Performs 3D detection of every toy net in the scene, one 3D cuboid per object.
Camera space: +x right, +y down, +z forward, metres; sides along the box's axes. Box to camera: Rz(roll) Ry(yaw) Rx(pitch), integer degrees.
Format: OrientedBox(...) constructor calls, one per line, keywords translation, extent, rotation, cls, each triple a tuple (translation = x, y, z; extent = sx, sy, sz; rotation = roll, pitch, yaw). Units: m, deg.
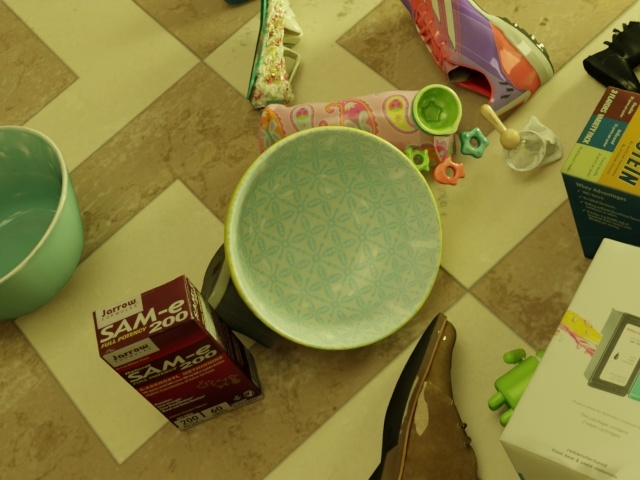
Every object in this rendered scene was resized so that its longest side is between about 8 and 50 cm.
OrientedBox(translation=(0.224, -0.128, 1.579), extent=(0.232, 0.045, 0.122), rotation=(10, 81, -12), cls="toy net")

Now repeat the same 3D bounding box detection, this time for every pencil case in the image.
OrientedBox(translation=(0.049, -0.152, 1.690), extent=(0.284, 0.124, 0.124), rotation=(-3, 58, 22), cls="pencil case")

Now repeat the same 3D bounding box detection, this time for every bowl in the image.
OrientedBox(translation=(-0.485, -0.003, 1.782), extent=(0.311, 0.163, 0.312), rotation=(-10, 56, 15), cls="bowl")
OrientedBox(translation=(0.000, 0.000, 1.569), extent=(0.289, 0.289, 0.156), rotation=(-50, 12, -13), cls="bowl")

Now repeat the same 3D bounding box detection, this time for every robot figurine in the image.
OrientedBox(translation=(0.258, 0.178, 1.424), extent=(0.115, 0.067, 0.101), rotation=(-34, 70, -1), cls="robot figurine")

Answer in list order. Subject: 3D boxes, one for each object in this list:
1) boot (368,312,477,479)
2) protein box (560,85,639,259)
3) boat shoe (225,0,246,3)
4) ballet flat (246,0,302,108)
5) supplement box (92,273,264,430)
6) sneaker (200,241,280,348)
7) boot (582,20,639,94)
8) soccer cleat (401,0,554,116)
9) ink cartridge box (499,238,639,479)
OrientedBox(translation=(0.137, 0.233, 1.440), extent=(0.115, 0.112, 0.305), rotation=(19, 59, -2), cls="boot")
OrientedBox(translation=(0.421, -0.052, 1.421), extent=(0.199, 0.201, 0.136), rotation=(21, 68, 31), cls="protein box")
OrientedBox(translation=(-0.065, -0.491, 1.964), extent=(0.258, 0.109, 0.089), rotation=(-18, 51, 8), cls="boat shoe")
OrientedBox(translation=(-0.068, -0.308, 1.874), extent=(0.077, 0.091, 0.241), rotation=(9, 63, -8), cls="ballet flat")
OrientedBox(translation=(-0.177, 0.149, 1.511), extent=(0.130, 0.239, 0.073), rotation=(-23, 53, 7), cls="supplement box")
OrientedBox(translation=(-0.097, 0.062, 1.647), extent=(0.083, 0.118, 0.222), rotation=(-48, 16, 33), cls="sneaker")
OrientedBox(translation=(0.437, -0.248, 1.642), extent=(0.099, 0.045, 0.121), rotation=(-36, 52, -7), cls="boot")
OrientedBox(translation=(0.198, -0.300, 1.736), extent=(0.116, 0.108, 0.318), rotation=(-43, 56, -3), cls="soccer cleat")
OrientedBox(translation=(0.360, 0.177, 1.301), extent=(0.197, 0.198, 0.270), rotation=(19, 67, 32), cls="ink cartridge box")
